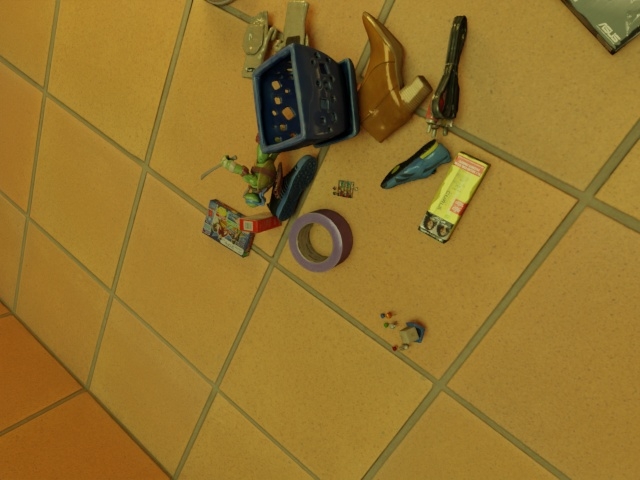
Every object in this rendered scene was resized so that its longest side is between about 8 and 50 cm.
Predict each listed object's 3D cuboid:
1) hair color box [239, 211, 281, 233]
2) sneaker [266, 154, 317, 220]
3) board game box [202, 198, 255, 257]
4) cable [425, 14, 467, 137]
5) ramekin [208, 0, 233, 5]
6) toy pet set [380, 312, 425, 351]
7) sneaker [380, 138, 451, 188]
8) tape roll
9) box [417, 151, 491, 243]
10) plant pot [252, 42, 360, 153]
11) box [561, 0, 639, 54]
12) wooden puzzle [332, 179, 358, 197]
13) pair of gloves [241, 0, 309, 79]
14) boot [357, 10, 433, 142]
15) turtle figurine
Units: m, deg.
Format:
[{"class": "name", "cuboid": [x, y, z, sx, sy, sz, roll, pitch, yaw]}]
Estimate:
[{"class": "hair color box", "cuboid": [-0.191, -0.059, 1.379, 0.072, 0.141, 0.043, 9, 106, 27]}, {"class": "sneaker", "cuboid": [-0.099, -0.177, 1.336, 0.090, 0.082, 0.232, 43, 112, 32]}, {"class": "board game box", "cuboid": [-0.325, -0.044, 1.518, 0.201, 0.035, 0.136, 30, 114, 20]}, {"class": "cable", "cuboid": [0.298, -0.398, 1.037, 0.072, 0.140, 0.286, 9, 103, 37]}, {"class": "ramekin", "cuboid": [-0.327, -0.835, 1.284, 0.207, 0.109, 0.206, 7, 106, 27]}, {"class": "toy pet set", "cuboid": [0.253, 0.267, 1.279, 0.114, 0.065, 0.122, -21, 88, 66]}, {"class": "sneaker", "cuboid": [0.255, -0.184, 1.150, 0.082, 0.069, 0.209, 42, 131, -17]}, {"class": "tape roll", "cuboid": [0.000, 0.000, 1.326, 0.189, 0.080, 0.188, 8, 106, 27]}, {"class": "box", "cuboid": [0.349, -0.111, 1.120, 0.087, 0.058, 0.232, 33, 115, 19]}, {"class": "plant pot", "cuboid": [-0.031, -0.364, 1.143, 0.236, 0.212, 0.235, 0, 98, 57]}, {"class": "box", "cuboid": [0.613, -0.536, 0.875, 0.183, 0.056, 0.231, -41, 82, 30]}, {"class": "wooden puzzle", "cuboid": [0.075, -0.156, 1.289, 0.084, 0.006, 0.049, 13, 108, 25]}, {"class": "pair of gloves", "cuboid": [-0.131, -0.583, 1.258, 0.240, 0.042, 0.203, 7, 97, 33]}, {"class": "boot", "cuboid": [0.138, -0.428, 1.136, 0.211, 0.104, 0.295, -38, 81, 34]}, {"class": "turtle figurine", "cuboid": [-0.216, -0.251, 1.307, 0.275, 0.198, 0.266, 29, 95, 54]}]
